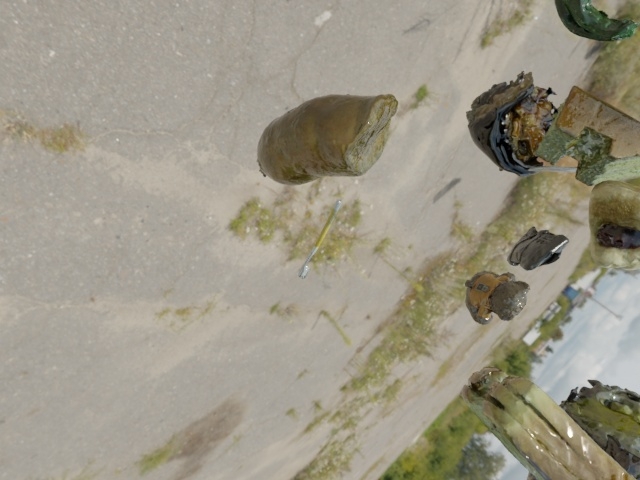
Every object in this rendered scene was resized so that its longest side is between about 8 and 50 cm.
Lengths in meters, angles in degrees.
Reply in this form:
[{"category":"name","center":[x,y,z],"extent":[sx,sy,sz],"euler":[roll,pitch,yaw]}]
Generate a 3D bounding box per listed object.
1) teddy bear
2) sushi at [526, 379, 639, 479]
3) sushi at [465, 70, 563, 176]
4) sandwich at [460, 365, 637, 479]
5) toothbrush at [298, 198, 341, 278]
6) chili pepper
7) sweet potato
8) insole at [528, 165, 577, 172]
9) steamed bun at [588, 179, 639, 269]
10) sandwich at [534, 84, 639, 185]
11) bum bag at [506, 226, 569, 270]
[{"category":"teddy bear","center":[0.506,0.160,1.415],"extent":[0.140,0.190,0.177],"euler":[39,77,-27]},{"category":"sushi","center":[0.634,0.495,1.067],"extent":[0.300,0.281,0.294],"euler":[-6,114,-35]},{"category":"sushi","center":[0.495,-0.287,1.229],"extent":[0.200,0.204,0.213],"euler":[-28,-151,48]},{"category":"sandwich","center":[0.345,0.313,0.775],"extent":[0.095,0.249,0.273],"euler":[-45,172,-3]},{"category":"toothbrush","center":[0.000,0.000,1.443],"extent":[0.024,0.021,0.288],"euler":[15,120,-23]},{"category":"chili pepper","center":[0.555,-0.528,1.027],"extent":[0.122,0.278,0.065],"euler":[-14,167,19]},{"category":"sweet potato","center":[-0.016,-0.179,0.899],"extent":[0.158,0.370,0.157],"euler":[1,89,-47]},{"category":"insole","center":[0.566,-0.163,1.128],"extent":[0.197,0.004,0.065],"euler":[-1,179,-17]},{"category":"steamed bun","center":[0.564,-0.020,0.896],"extent":[0.172,0.141,0.155],"euler":[1,111,-35]},{"category":"sandwich","center":[0.563,-0.185,0.973],"extent":[0.128,0.236,0.122],"euler":[-56,170,-20]},{"category":"bum bag","center":[0.397,0.019,0.911],"extent":[0.087,0.049,0.198],"euler":[-44,178,8]}]
